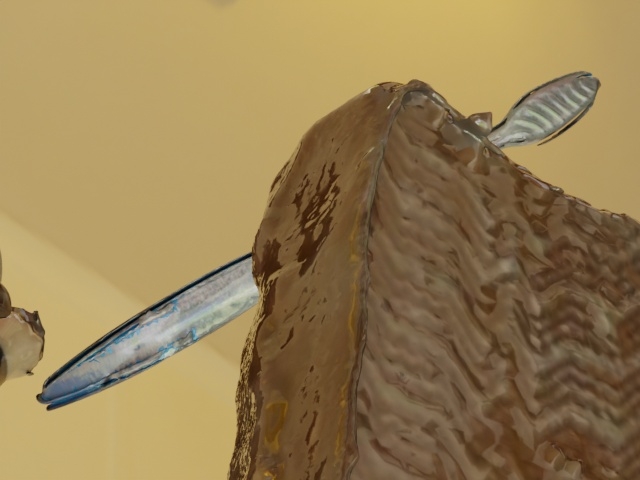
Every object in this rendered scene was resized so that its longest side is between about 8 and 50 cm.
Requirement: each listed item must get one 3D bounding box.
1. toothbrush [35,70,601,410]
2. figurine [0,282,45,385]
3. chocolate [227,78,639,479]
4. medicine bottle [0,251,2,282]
[{"bbox_3d":[0.000,0.000,1.072,0.035,0.413,0.042,60,176,1],"label":"toothbrush"},{"bbox_3d":[-0.247,0.083,0.778,0.412,0.241,0.306,39,-131,-75],"label":"figurine"},{"bbox_3d":[0.041,0.068,0.508,0.148,0.093,0.214,29,-132,-22],"label":"chocolate"},{"bbox_3d":[-0.368,-0.068,1.190,0.282,0.123,0.375,-50,-54,-56],"label":"medicine bottle"}]
